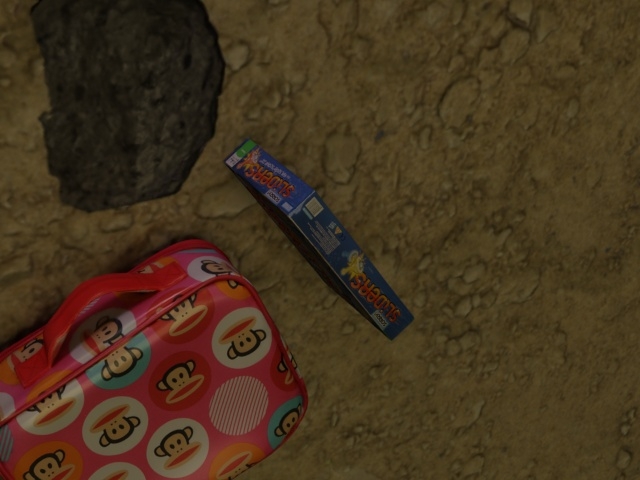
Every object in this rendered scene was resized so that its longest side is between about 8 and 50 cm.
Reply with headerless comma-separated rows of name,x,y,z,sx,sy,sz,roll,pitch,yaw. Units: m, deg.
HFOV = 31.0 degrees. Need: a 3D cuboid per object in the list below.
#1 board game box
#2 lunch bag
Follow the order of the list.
board game box,0.000,0.000,1.116,0.035,0.136,0.201,-43,129,-5
lunch bag,-0.175,0.142,1.094,0.293,0.120,0.258,-33,127,-12
